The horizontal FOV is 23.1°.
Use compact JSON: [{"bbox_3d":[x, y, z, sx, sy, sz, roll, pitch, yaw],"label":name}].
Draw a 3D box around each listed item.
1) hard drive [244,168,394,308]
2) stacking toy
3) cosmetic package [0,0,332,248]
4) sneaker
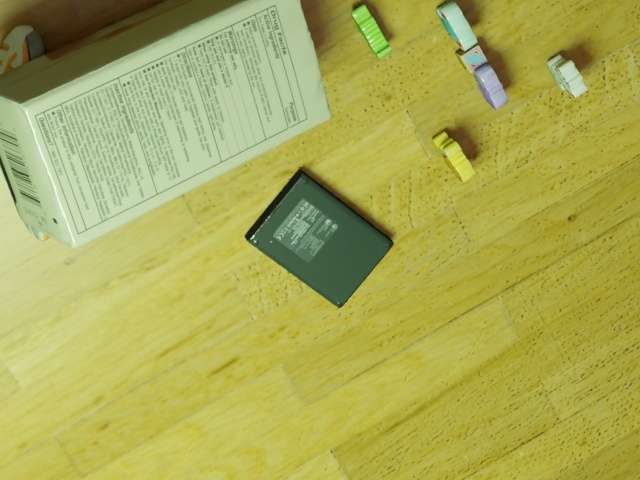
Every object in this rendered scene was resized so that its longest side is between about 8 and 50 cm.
[{"bbox_3d":[0.000,0.000,1.675,0.135,0.022,0.094,37,97,-23],"label":"hard drive"},{"bbox_3d":[0.158,-0.193,1.632,0.167,0.052,0.221,-35,113,-1],"label":"stacking toy"},{"bbox_3d":[-0.155,-0.130,1.481,0.296,0.129,0.153,-27,116,-25],"label":"cosmetic package"},{"bbox_3d":[-0.266,-0.110,1.542,0.083,0.084,0.215,-16,117,-23],"label":"sneaker"}]
